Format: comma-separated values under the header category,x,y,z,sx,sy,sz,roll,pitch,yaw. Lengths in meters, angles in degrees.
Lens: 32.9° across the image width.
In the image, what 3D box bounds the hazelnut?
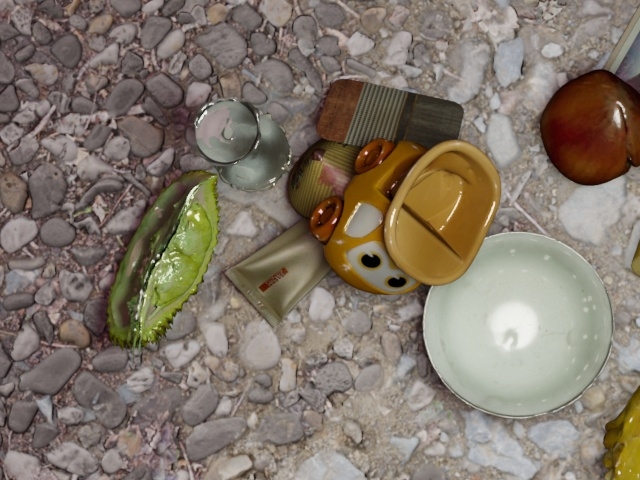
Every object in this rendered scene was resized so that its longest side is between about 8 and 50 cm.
category,x,y,z,sx,sy,sz,roll,pitch,yaw
hazelnut,0.479,-0.195,1.844,0.208,0.208,0.208,-1,84,7

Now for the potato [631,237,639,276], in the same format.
category,x,y,z,sx,sy,sz,roll,pitch,yaw
potato,0.642,-0.016,1.836,0.203,0.178,0.158,-1,66,38

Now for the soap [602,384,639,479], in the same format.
category,x,y,z,sx,sy,sz,roll,pitch,yaw
soap,0.594,0.244,1.698,0.169,0.304,0.338,35,106,6

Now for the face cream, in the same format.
category,x,y,z,sx,sy,sz,roll,pitch,yaw
face cream,0.000,0.000,1.947,0.341,0.084,0.137,-40,100,6

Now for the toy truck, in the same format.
category,x,y,z,sx,sy,sz,roll,pitch,yaw
toy truck,0.141,-0.040,1.792,0.204,0.212,0.288,39,83,-30

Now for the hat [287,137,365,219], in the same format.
category,x,y,z,sx,sy,sz,roll,pitch,yaw
hat,0.009,-0.135,1.910,0.193,0.082,0.193,-16,52,22

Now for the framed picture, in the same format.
category,x,y,z,sx,sy,sz,roll,pitch,yaw
framed picture,0.599,-0.320,1.937,0.150,0.015,0.203,31,88,9

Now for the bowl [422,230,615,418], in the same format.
category,x,y,z,sx,sy,sz,roll,pitch,yaw
bowl,0.333,0.147,1.855,0.313,0.146,0.313,-1,83,7

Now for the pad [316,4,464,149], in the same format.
category,x,y,z,sx,sy,sz,roll,pitch,yaw
pad,0.146,-0.291,1.969,0.250,0.055,0.323,12,70,7

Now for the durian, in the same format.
category,x,y,z,sx,sy,sz,roll,pitch,yaw
durian,-0.286,0.028,1.927,0.158,0.169,0.351,25,89,8

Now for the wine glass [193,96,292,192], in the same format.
category,x,y,z,sx,sy,sz,roll,pitch,yaw
wine glass,-0.141,-0.172,1.899,0.156,0.232,0.156,-1,85,7
